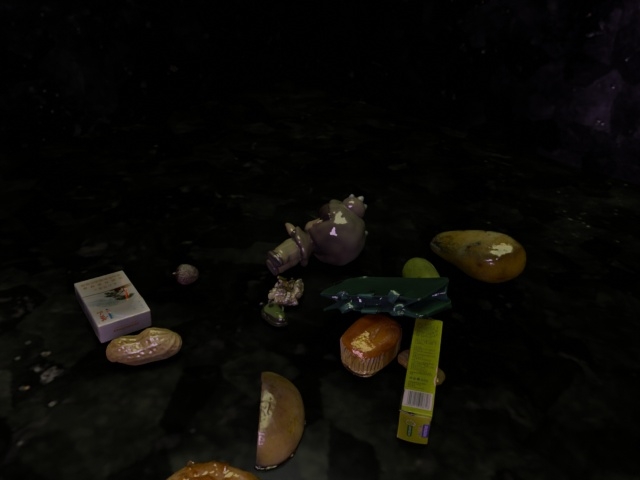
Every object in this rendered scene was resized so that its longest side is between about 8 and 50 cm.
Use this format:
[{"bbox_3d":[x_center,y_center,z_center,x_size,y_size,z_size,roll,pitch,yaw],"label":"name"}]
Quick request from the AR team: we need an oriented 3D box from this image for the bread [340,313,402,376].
[{"bbox_3d":[0.141,0.279,1.482,0.132,0.114,0.190,29,45,31],"label":"bread"}]

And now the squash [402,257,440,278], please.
[{"bbox_3d":[0.323,0.125,1.742,0.122,0.123,0.187,-1,28,-7],"label":"squash"}]

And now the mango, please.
[{"bbox_3d":[0.540,0.046,1.854,0.176,0.176,0.329,21,-4,-38],"label":"mango"}]

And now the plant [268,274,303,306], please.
[{"bbox_3d":[-0.110,0.142,1.668,0.104,0.122,0.117,5,37,23],"label":"plant"}]

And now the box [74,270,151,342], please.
[{"bbox_3d":[-0.613,0.189,1.586,0.149,0.067,0.233,-20,39,-32],"label":"box"}]

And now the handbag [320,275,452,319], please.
[{"bbox_3d":[0.192,0.159,1.549,0.326,0.090,0.238,1,7,36],"label":"handbag"}]

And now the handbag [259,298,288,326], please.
[{"bbox_3d":[-0.132,0.221,1.600,0.072,0.047,0.111,-21,37,-32],"label":"handbag"}]

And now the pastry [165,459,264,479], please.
[{"bbox_3d":[-0.215,0.543,1.016,0.256,0.121,0.236,12,37,9],"label":"pastry"}]

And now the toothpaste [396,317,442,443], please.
[{"bbox_3d":[0.254,0.343,1.360,0.077,0.110,0.328,7,36,13],"label":"toothpaste"}]

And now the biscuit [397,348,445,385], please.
[{"bbox_3d":[0.274,0.345,1.469,0.071,0.018,0.147,-25,43,-34],"label":"biscuit"}]

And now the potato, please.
[{"bbox_3d":[-0.092,0.396,1.275,0.120,0.100,0.261,1,32,-4],"label":"potato"}]

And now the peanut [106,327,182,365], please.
[{"bbox_3d":[-0.467,0.282,1.431,0.194,0.094,0.083,-6,47,-18],"label":"peanut"}]

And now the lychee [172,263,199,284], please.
[{"bbox_3d":[-0.434,0.110,1.737,0.083,0.068,0.067,-4,74,-17],"label":"lychee"}]

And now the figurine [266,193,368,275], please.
[{"bbox_3d":[-0.001,0.000,1.823,0.380,0.249,0.203,-24,45,-17],"label":"figurine"}]
